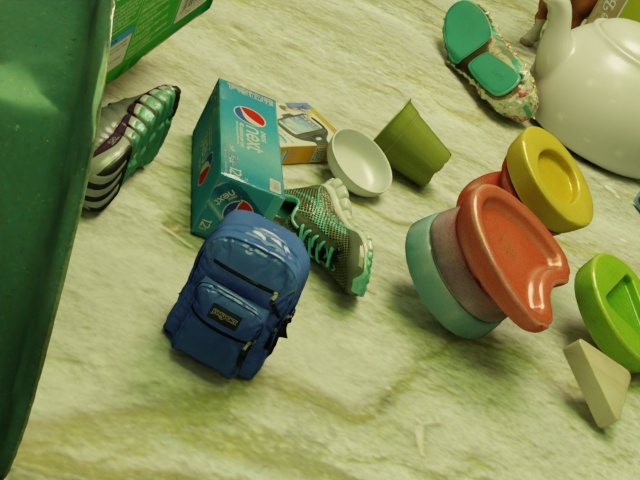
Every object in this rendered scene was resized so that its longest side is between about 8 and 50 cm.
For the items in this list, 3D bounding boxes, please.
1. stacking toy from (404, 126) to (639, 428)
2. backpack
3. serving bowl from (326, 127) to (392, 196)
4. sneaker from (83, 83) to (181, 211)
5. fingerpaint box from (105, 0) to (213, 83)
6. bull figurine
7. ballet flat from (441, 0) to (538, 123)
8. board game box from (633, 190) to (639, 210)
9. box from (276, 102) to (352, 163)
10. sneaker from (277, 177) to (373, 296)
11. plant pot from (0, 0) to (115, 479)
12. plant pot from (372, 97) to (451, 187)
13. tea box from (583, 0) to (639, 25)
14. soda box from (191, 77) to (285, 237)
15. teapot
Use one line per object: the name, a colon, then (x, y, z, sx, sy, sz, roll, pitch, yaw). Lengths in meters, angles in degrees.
stacking toy: (0.210, 0.056, 1.629, 0.279, 0.130, 0.309, 57, 31, -2)
backpack: (-0.063, 0.045, 1.303, 0.098, 0.120, 0.101, 27, 26, -4)
serving bowl: (0.037, -0.079, 1.719, 0.083, 0.027, 0.083, 28, 42, -29)
sneaker: (-0.204, -0.109, 1.493, 0.098, 0.083, 0.224, 25, 26, 4)
fingerpaint box: (-0.321, -0.308, 1.527, 0.371, 0.163, 0.445, 28, 30, 7)
bull figurine: (0.386, -0.369, 2.413, 0.101, 0.188, 0.310, 39, 28, 23)
ballet flat: (0.229, -0.236, 2.167, 0.077, 0.091, 0.241, 47, 15, -40)
board game box: (0.506, 0.014, 2.011, 0.160, 0.039, 0.211, 14, 29, -27)
box: (-0.038, -0.117, 1.727, 0.081, 0.028, 0.136, 44, 28, 28)
sneaker: (0.000, 0.000, 1.534, 0.076, 0.065, 0.166, -1, 32, -18)
plant pot: (-0.330, -0.045, 1.006, 0.334, 0.341, 0.341, 12, 29, -15)
plant pot: (0.103, -0.103, 1.796, 0.079, 0.083, 0.083, 41, 26, -2)
tea box: (0.579, -0.300, 2.318, 0.323, 0.329, 0.220, 38, 28, 17)
soda box: (-0.083, -0.076, 1.558, 0.067, 0.071, 0.210, 22, 27, -15)
teapot: (0.417, -0.215, 2.163, 0.252, 0.187, 0.256, 41, 27, 21)
